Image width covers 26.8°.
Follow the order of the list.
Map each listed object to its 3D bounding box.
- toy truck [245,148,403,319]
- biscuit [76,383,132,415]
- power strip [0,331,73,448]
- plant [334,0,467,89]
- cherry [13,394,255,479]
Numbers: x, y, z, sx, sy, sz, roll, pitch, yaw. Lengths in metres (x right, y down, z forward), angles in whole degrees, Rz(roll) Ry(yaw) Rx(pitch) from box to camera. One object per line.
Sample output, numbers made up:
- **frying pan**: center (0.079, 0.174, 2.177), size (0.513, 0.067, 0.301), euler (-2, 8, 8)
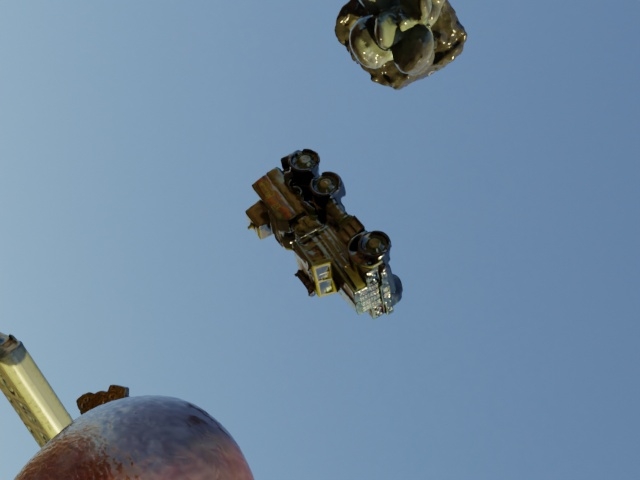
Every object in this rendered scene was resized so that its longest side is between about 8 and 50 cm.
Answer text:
- **toy truck**: center (0.005, -0.001, 1.825), size (0.257, 0.127, 0.127), euler (46, -20, 35)
- **biscuit**: center (-0.280, 0.256, 1.787), size (0.119, 0.019, 0.130), euler (9, -101, 25)
- **power strip**: center (-0.323, 0.187, 1.530), size (0.092, 0.034, 0.268), euler (13, -44, 53)
- **plant**: center (0.100, -0.261, 1.628), size (0.146, 0.149, 0.274), euler (46, 7, 0)
- **cherry**: center (-0.160, 0.261, 1.249), size (0.236, 0.285, 0.213), euler (53, -51, 36)
